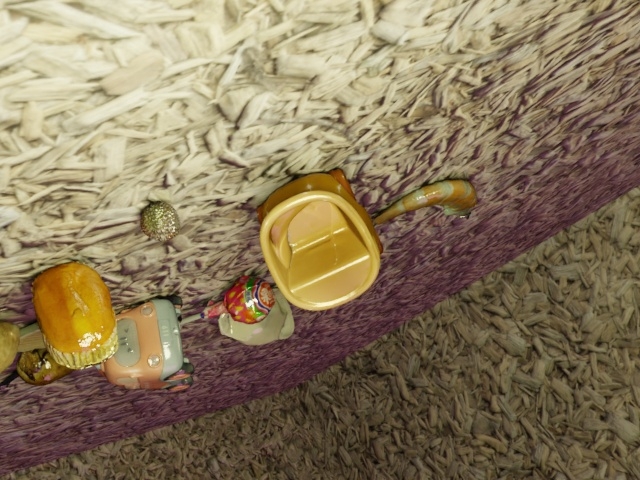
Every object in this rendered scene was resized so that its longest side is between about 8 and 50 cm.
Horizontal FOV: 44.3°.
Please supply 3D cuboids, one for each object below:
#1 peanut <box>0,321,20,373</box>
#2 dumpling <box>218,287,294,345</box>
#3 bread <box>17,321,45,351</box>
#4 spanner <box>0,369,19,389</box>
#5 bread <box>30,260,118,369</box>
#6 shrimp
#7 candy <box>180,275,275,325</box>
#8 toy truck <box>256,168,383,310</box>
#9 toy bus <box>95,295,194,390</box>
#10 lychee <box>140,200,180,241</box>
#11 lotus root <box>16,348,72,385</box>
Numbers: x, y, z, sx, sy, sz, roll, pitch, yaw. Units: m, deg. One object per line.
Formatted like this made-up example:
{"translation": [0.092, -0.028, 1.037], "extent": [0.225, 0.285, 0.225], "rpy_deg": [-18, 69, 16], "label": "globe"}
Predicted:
{"translation": [-0.694, 0.229, 1.492], "extent": [0.253, 0.122, 0.137], "rpy_deg": [-22, -157, -10], "label": "peanut"}
{"translation": [-0.171, 0.203, 2.119], "extent": [0.250, 0.162, 0.132], "rpy_deg": [7, -176, -41], "label": "dumpling"}
{"translation": [-0.577, 0.192, 1.685], "extent": [0.193, 0.036, 0.112], "rpy_deg": [-8, 154, -34], "label": "bread"}
{"translation": [-0.760, 0.336, 1.935], "extent": [0.209, 0.012, 0.046], "rpy_deg": [-34, 160, 32], "label": "spanner"}
{"translation": [-0.436, 0.129, 1.397], "extent": [0.132, 0.190, 0.114], "rpy_deg": [-20, 156, -21], "label": "bread"}
{"translation": [0.269, -0.087, 1.896], "extent": [0.287, 0.068, 0.185], "rpy_deg": [-16, 161, -18], "label": "shrimp"}
{"translation": [-0.281, 0.186, 1.996], "extent": [0.366, 0.124, 0.124], "rpy_deg": [-21, 166, 22], "label": "candy"}
{"translation": [0.000, 0.000, 1.490], "extent": [0.204, 0.288, 0.211], "rpy_deg": [-24, -152, 7], "label": "toy truck"}
{"translation": [-0.425, 0.256, 1.865], "extent": [0.232, 0.194, 0.287], "rpy_deg": [-7, 162, -11], "label": "toy bus"}
{"translation": [-0.271, -0.029, 1.327], "extent": [0.067, 0.068, 0.083], "rpy_deg": [-5, 130, -13], "label": "lychee"}
{"translation": [-0.620, 0.285, 1.830], "extent": [0.108, 0.094, 0.191], "rpy_deg": [8, 179, 19], "label": "lotus root"}
